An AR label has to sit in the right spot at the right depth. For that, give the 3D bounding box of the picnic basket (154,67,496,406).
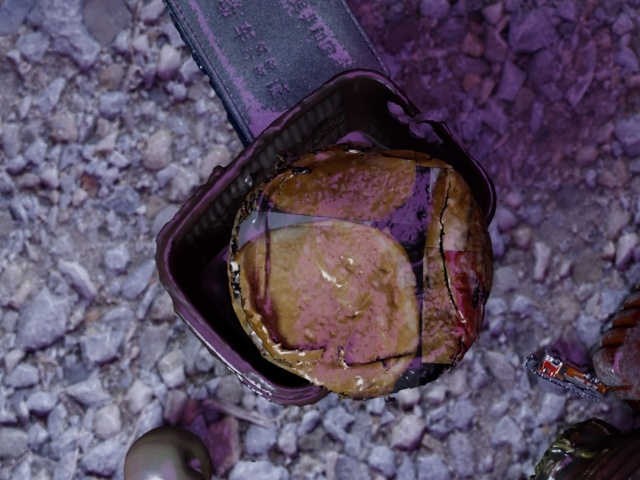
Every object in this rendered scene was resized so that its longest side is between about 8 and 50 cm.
[{"bbox_3d":[0.000,0.000,1.115,0.297,0.129,0.222,-44,87,-9],"label":"picnic basket"}]

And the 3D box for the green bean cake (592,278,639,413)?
[{"bbox_3d":[0.346,0.112,1.159,0.135,0.056,0.136,38,74,-9],"label":"green bean cake"}]

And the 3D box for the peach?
[{"bbox_3d":[-0.143,0.214,1.104,0.083,0.083,0.083,1,83,-5],"label":"peach"}]

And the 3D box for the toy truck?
[{"bbox_3d":[0.244,0.132,1.172,0.083,0.024,0.032,26,111,-4],"label":"toy truck"}]

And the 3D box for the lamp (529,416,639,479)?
[{"bbox_3d":[0.298,0.266,1.068,0.246,0.247,0.247,1,83,-5],"label":"lamp"}]

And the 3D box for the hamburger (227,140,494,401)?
[{"bbox_3d":[0.033,0.024,0.996,0.230,0.107,0.231,0,85,0],"label":"hamburger"}]

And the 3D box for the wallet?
[{"bbox_3d":[-0.046,-0.209,1.181,0.167,0.036,0.222,-29,86,-7],"label":"wallet"}]
